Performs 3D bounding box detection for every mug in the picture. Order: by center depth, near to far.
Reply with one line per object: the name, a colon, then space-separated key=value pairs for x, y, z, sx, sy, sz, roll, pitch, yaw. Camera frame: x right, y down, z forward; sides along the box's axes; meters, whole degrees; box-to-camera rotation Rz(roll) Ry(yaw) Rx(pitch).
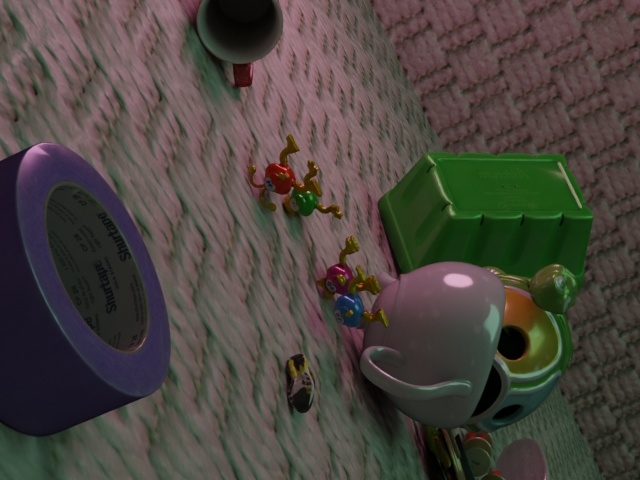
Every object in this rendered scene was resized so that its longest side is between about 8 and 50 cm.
mug: x=-0.115 y=-0.304 z=1.631 sx=0.113 sy=0.150 sz=0.169 roll=24 pitch=22 yaw=-12

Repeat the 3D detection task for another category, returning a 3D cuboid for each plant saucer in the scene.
plant saucer: x=0.235 y=0.374 z=1.939 sx=0.119 sy=0.021 sz=0.119 roll=-20 pitch=90 yaw=-88

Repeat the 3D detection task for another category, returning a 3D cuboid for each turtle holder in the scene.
turtle holder: x=0.293 y=0.179 z=1.902 sx=0.227 sy=0.320 sz=0.243 roll=-35 pitch=105 yaw=-62

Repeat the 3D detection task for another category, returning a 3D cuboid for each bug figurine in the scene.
bug figurine: x=0.000 y=0.000 z=1.583 sx=0.279 sy=0.072 sz=0.216 roll=62 pitch=8 yaw=1

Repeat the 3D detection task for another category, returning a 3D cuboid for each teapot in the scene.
teapot: x=0.139 y=0.136 z=1.667 sx=0.256 sy=0.187 sz=0.252 roll=109 pitch=-3 yaw=-67

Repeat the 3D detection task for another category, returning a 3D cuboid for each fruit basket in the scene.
fruit basket: x=0.299 y=0.032 z=2.242 sx=0.392 sy=0.392 sz=0.283 roll=50 pitch=18 yaw=-49

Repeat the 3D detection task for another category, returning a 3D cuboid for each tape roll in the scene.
tape roll: x=-0.185 y=0.033 z=0.821 sx=0.189 sy=0.080 sz=0.189 roll=60 pitch=14 yaw=-27

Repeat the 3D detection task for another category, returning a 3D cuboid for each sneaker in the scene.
sneaker: x=-0.017 y=0.164 z=1.339 sx=0.035 sy=0.031 sz=0.083 roll=57 pitch=17 yaw=-36
sneaker: x=0.393 y=0.522 z=2.179 sx=0.292 sy=0.108 sz=0.169 roll=-84 pitch=152 yaw=-44

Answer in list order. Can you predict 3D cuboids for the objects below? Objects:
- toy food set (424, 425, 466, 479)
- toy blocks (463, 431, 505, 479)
toy food set: x=0.191 y=0.340 z=1.813 sx=0.132 sy=0.038 sz=0.192 roll=-107 pitch=180 yaw=-48
toy blocks: x=0.287 y=0.391 z=2.072 sx=0.123 sy=0.054 sz=0.148 roll=65 pitch=13 yaw=-5
